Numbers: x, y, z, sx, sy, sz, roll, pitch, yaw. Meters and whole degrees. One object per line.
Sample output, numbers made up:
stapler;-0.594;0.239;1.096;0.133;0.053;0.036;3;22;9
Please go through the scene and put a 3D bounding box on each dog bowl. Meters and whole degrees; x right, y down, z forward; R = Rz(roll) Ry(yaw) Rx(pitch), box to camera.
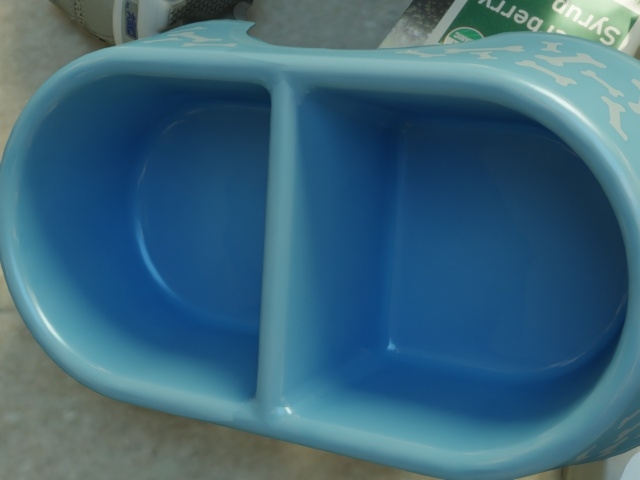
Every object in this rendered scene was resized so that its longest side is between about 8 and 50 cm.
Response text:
dog bowl;0.000;0.000;0.414;0.297;0.074;0.165;8;100;27

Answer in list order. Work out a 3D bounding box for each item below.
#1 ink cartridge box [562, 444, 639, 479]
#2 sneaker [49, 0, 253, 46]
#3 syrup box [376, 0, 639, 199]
ink cartridge box;0.196;0.129;0.428;0.191;0.082;0.139;6;70;3
sneaker;-0.084;-0.217;0.491;0.115;0.105;0.281;22;113;23
syrup box;0.107;-0.101;0.510;0.093;0.096;0.237;31;72;15
